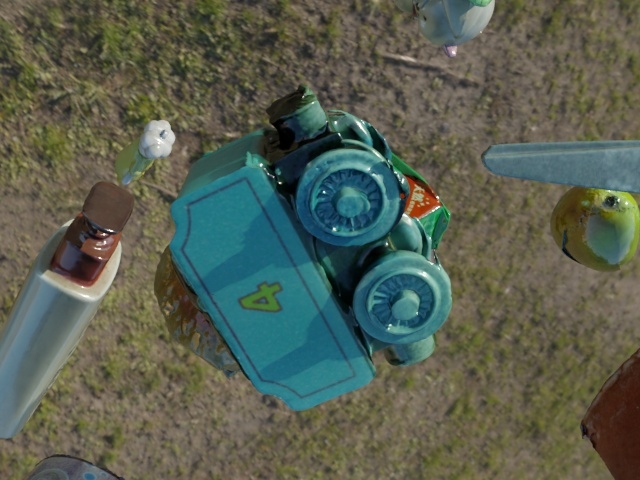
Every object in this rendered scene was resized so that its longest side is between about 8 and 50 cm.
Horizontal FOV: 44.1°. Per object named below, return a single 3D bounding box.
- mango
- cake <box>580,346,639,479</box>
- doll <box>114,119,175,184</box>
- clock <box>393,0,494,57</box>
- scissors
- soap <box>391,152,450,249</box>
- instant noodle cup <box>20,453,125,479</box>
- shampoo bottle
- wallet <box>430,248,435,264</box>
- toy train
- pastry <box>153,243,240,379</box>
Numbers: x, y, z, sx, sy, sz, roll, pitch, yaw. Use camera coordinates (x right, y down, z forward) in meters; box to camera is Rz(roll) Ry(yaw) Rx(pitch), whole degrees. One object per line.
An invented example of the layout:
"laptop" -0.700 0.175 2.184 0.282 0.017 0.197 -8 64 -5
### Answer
"mango" 0.415 -0.016 1.194 0.111 0.125 0.233 -56 155 -6
"cake" 0.345 0.168 0.567 0.158 0.262 0.160 10 114 -27
"doll" -0.331 -0.164 1.478 0.062 0.106 0.162 28 140 -29
"clock" 0.146 -0.313 0.940 0.103 0.231 0.144 3 125 -15
"scissors" 0.336 -0.047 0.560 0.447 0.029 0.193 3 92 -1
"soap" 0.000 0.002 0.904 0.273 0.218 0.098 -31 151 -26
"instant noodle cup" -0.225 0.317 0.608 0.231 0.243 0.243 -49 143 -45
"shampoo bottle" -0.226 0.045 0.690 0.071 0.153 0.284 29 130 -11
"wallet" 0.162 0.046 1.442 0.042 0.124 0.230 3 78 -37
"toy train" -0.006 0.007 0.512 0.154 0.107 0.198 -25 112 10
"pastry" -0.172 0.086 1.488 0.330 0.329 0.136 -50 162 -1
